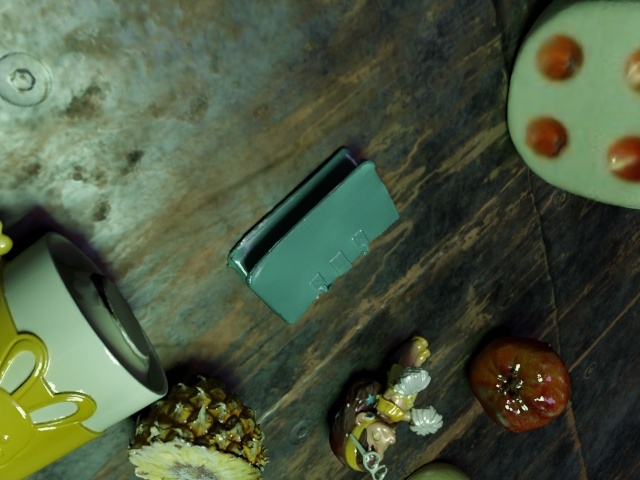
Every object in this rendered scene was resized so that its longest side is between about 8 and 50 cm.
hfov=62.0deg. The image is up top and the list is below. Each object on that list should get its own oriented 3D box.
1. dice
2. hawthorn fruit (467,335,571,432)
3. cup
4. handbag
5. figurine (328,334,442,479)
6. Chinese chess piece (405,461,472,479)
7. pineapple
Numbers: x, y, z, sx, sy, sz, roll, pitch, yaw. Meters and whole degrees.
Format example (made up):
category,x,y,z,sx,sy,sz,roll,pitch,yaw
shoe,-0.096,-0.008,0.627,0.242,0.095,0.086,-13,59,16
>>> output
category,x,y,z,sx,sy,sz,roll,pitch,yaw
dice,0.488,-0.223,0.773,0.304,0.304,0.277,-18,122,-28
hawthorn fruit,0.395,0.269,1.039,0.202,0.185,0.185,3,111,-53
cup,-0.288,0.099,0.471,0.226,0.185,0.241,-35,109,-10
handbag,0.000,0.000,0.698,0.221,0.057,0.144,-45,134,-10
figurine,0.113,0.266,0.868,0.240,0.115,0.175,-43,132,-19
Chinese chess piece,0.232,0.592,1.121,0.249,0.103,0.250,-17,122,-29
pineapple,-0.140,0.228,0.665,0.161,0.137,0.176,-30,123,29
